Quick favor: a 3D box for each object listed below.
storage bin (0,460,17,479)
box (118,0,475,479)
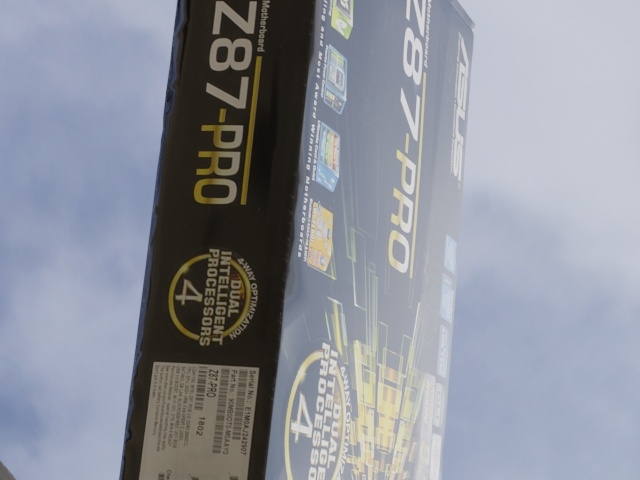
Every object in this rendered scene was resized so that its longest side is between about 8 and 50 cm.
[{"bbox_3d":[-0.195,0.126,0.714,0.098,0.135,0.091,-11,-142,27],"label":"storage bin"},{"bbox_3d":[0.000,0.000,1.034,0.097,0.318,0.395,1,-103,19],"label":"box"}]
